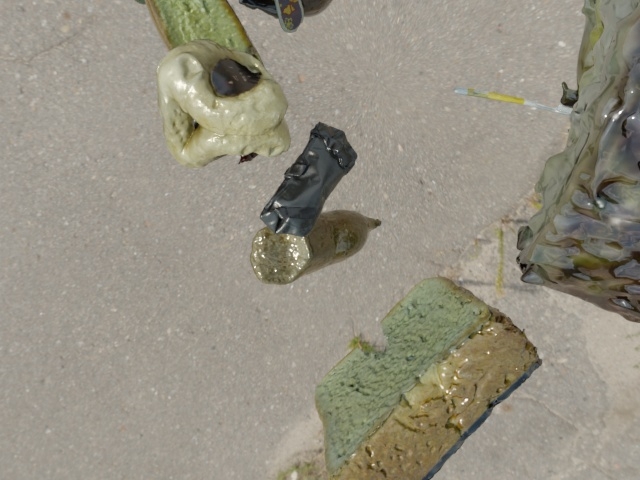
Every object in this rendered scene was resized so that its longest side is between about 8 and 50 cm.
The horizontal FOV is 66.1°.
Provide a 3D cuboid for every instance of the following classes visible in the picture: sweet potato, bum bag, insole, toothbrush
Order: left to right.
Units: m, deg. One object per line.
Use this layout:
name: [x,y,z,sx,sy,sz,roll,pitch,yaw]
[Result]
insole: [-0.063,-0.417,0.764,0.065,0.004,0.197,-39,142,-20]
bum bag: [-0.015,-0.091,0.775,0.087,0.049,0.197,33,87,-12]
sweet potato: [0.000,0.000,1.223,0.158,0.370,0.157,17,114,43]
toothbrush: [0.462,-0.335,1.168,0.288,0.021,0.024,12,145,3]

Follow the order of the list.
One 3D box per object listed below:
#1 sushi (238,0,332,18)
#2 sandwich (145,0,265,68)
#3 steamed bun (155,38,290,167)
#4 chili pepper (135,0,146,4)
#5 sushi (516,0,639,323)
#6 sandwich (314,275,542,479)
sushi: [-0.056,-0.523,0.902,0.200,0.204,0.213,-10,78,-23]
sandwich: [-0.176,-0.308,0.762,0.122,0.236,0.128,-31,88,4]
steamed bun: [-0.114,-0.171,0.659,0.155,0.141,0.172,19,130,18]
chili pepper: [-0.370,-0.511,0.968,0.122,0.279,0.065,20,111,-41]
sushi: [0.316,-0.084,0.330,0.294,0.281,0.299,16,127,23]
sandwich: [0.116,0.176,0.637,0.095,0.249,0.273,44,92,-10]
